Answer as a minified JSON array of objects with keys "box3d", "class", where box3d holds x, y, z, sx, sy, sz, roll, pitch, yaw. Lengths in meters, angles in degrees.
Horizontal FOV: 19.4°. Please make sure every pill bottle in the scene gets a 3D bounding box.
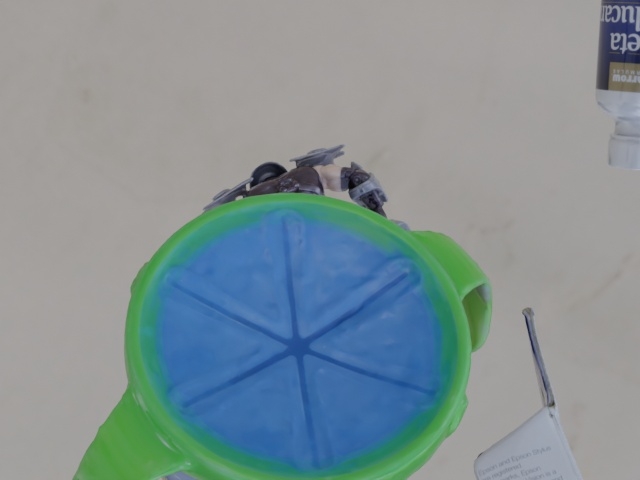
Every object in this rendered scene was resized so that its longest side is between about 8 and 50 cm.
[{"box3d":[0.253,-0.138,1.392,0.094,0.094,0.169,-3,98,-39],"class":"pill bottle"}]

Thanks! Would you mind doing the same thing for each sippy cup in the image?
[{"box3d":[-0.025,0.122,1.326,0.305,0.240,0.224,2,146,-6],"class":"sippy cup"}]

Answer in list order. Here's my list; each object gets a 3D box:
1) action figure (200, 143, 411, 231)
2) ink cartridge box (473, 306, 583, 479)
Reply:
[{"box3d":[0.000,0.000,1.779,0.185,0.285,0.099,-34,130,-12],"class":"action figure"},{"box3d":[0.110,0.178,0.765,0.045,0.224,0.223,-17,140,1],"class":"ink cartridge box"}]
